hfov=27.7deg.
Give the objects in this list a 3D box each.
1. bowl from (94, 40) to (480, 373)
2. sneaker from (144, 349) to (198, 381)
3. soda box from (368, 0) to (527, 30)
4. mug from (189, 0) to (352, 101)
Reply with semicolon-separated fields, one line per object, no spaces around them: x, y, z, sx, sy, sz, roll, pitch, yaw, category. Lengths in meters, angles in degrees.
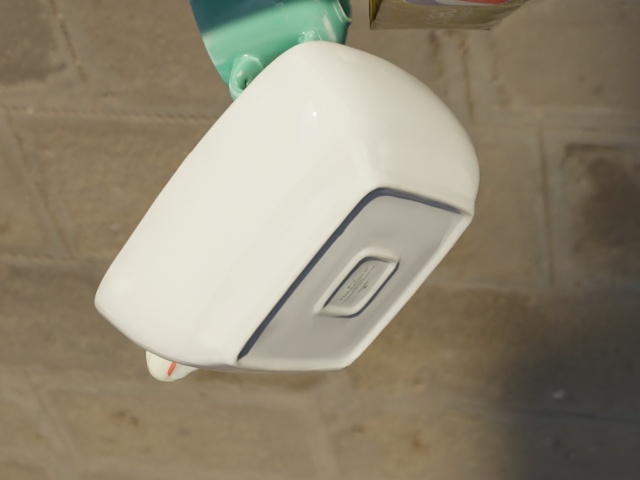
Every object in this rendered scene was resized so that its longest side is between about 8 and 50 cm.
0.000;0.000;0.507;0.142;0.053;0.142;-52;152;14;bowl
-0.072;0.075;1.011;0.161;0.075;0.057;-41;149;21;sneaker
0.051;-0.120;0.504;0.058;0.061;0.181;0;-177;0;soda box
-0.030;-0.168;0.961;0.097;0.157;0.129;-17;175;12;mug
